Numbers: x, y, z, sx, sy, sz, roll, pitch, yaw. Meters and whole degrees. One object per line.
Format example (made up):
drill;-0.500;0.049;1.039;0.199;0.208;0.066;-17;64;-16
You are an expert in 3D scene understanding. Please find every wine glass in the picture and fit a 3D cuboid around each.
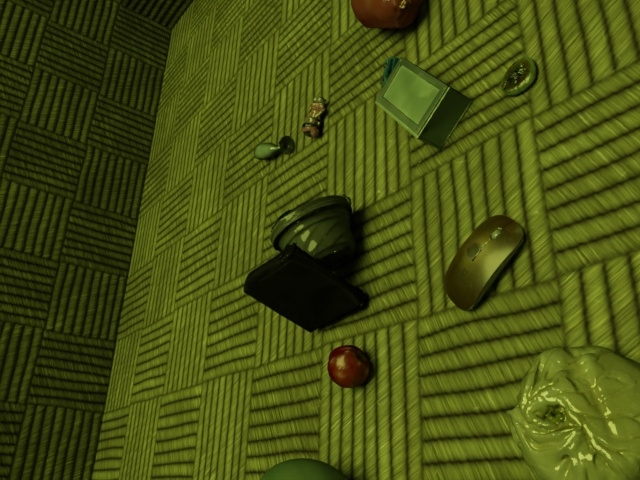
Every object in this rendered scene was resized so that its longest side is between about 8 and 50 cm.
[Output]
wine glass;-0.161;-0.309;1.981;0.198;0.066;0.066;2;76;57

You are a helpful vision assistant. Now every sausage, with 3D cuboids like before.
sausage;0.175;-0.638;1.582;0.148;0.148;0.254;-67;28;7

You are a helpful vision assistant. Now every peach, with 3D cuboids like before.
peach;0.059;0.286;1.326;0.100;0.100;0.101;-31;50;45

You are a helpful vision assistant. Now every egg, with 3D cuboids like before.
egg;-0.031;0.558;1.216;0.282;0.203;0.203;-7;68;57

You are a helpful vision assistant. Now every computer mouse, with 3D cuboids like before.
computer mouse;0.308;0.042;1.126;0.199;0.044;0.102;-59;37;20

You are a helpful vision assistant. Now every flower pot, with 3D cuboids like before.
flower pot;0.000;0.000;1.478;0.235;0.235;0.141;-45;63;34

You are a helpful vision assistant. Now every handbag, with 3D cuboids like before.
handbag;-0.039;0.113;1.427;0.223;0.247;0.080;-34;30;43

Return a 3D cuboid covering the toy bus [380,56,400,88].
toy bus;0.190;-0.437;1.548;0.046;0.038;0.083;-2;73;52

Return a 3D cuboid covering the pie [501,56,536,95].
pie;0.402;-0.334;1.197;0.084;0.021;0.084;-30;50;45

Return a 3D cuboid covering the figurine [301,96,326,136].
figurine;-0.013;-0.377;1.811;0.072;0.054;0.129;13;77;42

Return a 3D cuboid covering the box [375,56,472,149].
box;0.234;-0.327;1.383;0.129;0.086;0.225;-58;35;19

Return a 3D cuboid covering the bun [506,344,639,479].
bun;0.369;0.257;0.839;0.229;0.145;0.229;-37;44;45
